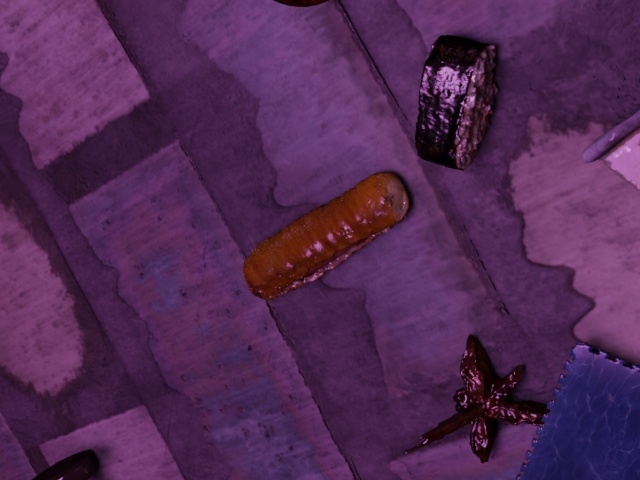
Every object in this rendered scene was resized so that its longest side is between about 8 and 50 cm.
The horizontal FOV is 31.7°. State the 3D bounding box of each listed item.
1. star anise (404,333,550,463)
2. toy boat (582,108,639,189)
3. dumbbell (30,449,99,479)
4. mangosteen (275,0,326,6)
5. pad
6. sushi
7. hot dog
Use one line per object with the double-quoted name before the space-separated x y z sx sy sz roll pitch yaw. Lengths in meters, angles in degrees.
"star anise" 0.192 0.216 1.388 0.158 0.144 0.140 48 119 8
"toy boat" 0.449 -0.120 1.117 0.276 0.111 0.293 38 137 14
"dumbbell" -0.385 0.469 1.861 0.124 0.140 0.225 -28 95 -5
"mangosteen" -0.021 -0.362 1.304 0.146 0.181 0.156 6 141 -14
"pad" 0.383 0.275 1.342 0.269 0.012 0.269 21 120 14
"sushi" 0.154 -0.155 1.290 0.078 0.090 0.150 19 116 21
"hot dog" -0.001 -0.001 1.467 0.289 0.068 0.083 -33 83 38
